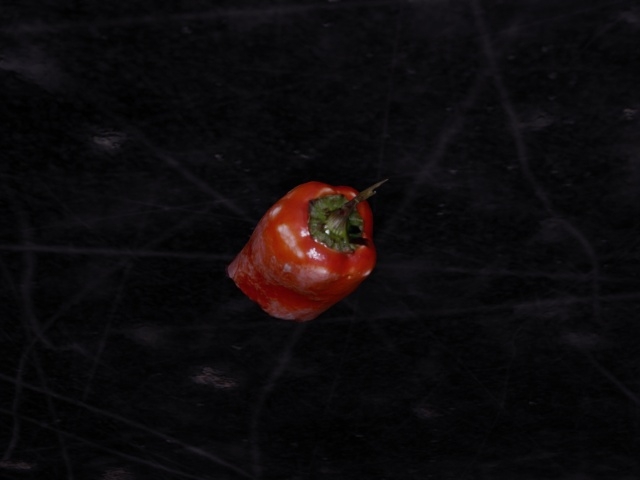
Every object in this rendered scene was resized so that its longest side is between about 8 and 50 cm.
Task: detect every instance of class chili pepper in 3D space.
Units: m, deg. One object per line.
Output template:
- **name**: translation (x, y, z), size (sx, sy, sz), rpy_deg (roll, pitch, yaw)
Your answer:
- **chili pepper**: translation (0.000, 0.000, 0.978), size (0.086, 0.084, 0.192), rpy_deg (-17, 163, -36)
